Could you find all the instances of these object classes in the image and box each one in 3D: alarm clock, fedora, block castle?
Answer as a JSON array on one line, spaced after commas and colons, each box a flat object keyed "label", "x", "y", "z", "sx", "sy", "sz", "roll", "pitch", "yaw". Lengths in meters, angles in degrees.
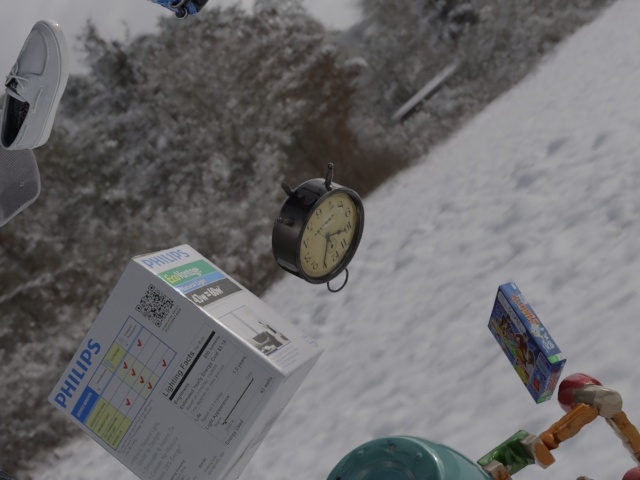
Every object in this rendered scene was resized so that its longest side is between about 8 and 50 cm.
[{"label": "alarm clock", "x": 0.000, "y": 0.000, "z": 1.282, "sx": 0.064, "sy": 0.192, "sz": 0.129, "roll": 22, "pitch": 58, "yaw": 38}, {"label": "fedora", "x": -0.542, "y": -0.111, "z": 1.642, "sx": 0.124, "sy": 0.243, "sz": 0.275, "roll": -19, "pitch": -40, "yaw": -33}, {"label": "block castle", "x": 0.399, "y": 0.480, "z": 1.801, "sx": 0.453, "sy": 0.303, "sz": 0.213, "roll": -35, "pitch": -1, "yaw": -6}]

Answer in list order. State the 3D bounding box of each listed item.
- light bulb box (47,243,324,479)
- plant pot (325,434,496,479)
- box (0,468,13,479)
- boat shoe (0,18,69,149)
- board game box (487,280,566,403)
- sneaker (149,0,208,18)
[{"label": "light bulb box", "x": -0.255, "y": 0.257, "z": 1.912, "sx": 0.358, "sy": 0.361, "sz": 0.225, "roll": -57, "pitch": -12, "yaw": 16}, {"label": "plant pot", "x": 0.126, "y": 0.406, "z": 1.373, "sx": 0.293, "sy": 0.235, "sz": 0.293, "roll": -20, "pitch": 43, "yaw": 19}, {"label": "box", "x": -0.482, "y": 0.338, "z": 1.164, "sx": 0.059, "sy": 0.183, "sz": 0.232, "roll": 39, "pitch": -104, "yaw": -52}, {"label": "boat shoe", "x": -0.375, "y": -0.196, "z": 1.281, "sx": 0.063, "sy": 0.066, "sz": 0.184, "roll": -29, "pitch": -26, "yaw": -52}, {"label": "board game box", "x": 0.396, "y": 0.197, "z": 1.940, "sx": 0.035, "sy": 0.201, "sz": 0.136, "roll": -15, "pitch": -39, "yaw": -16}, {"label": "sneaker", "x": -0.198, "y": -0.354, "z": 1.238, "sx": 0.129, "sy": 0.147, "sz": 0.330, "roll": -59, "pitch": 4, "yaw": 21}]
